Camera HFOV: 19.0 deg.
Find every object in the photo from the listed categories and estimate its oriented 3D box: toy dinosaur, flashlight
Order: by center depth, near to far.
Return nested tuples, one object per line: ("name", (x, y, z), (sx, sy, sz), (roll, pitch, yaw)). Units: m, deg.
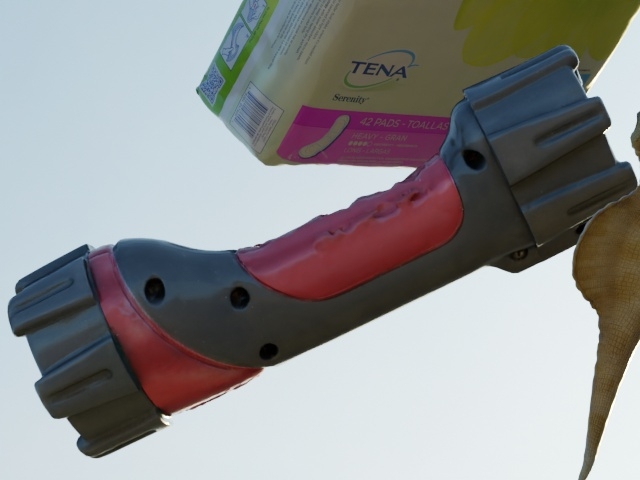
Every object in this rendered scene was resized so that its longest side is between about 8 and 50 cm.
("toy dinosaur", (0.148, 0.016, 0.859), (0.092, 0.053, 0.183), (-1, -70, -32))
("flashlight", (0.000, 0.000, 0.946), (0.304, 0.103, 0.103), (-27, -20, 5))

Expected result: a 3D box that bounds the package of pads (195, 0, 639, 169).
("package of pads", (0.090, -0.160, 1.308), (0.296, 0.101, 0.229), (-2, -48, -43))
